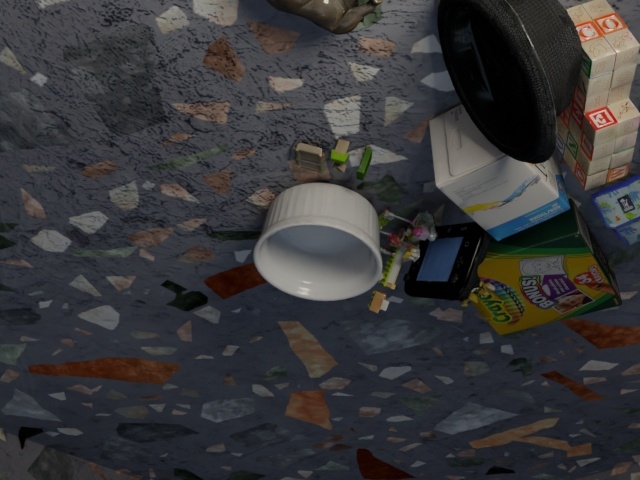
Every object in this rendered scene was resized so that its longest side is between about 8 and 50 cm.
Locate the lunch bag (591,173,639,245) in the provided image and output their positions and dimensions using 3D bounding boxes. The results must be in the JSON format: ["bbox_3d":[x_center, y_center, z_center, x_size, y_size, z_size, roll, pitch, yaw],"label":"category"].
[{"bbox_3d":[0.678,-0.075,1.958,0.129,0.096,0.151,-28,124,36],"label":"lunch bag"}]

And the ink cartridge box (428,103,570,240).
[{"bbox_3d":[0.344,-0.146,1.762,0.168,0.171,0.232,-25,139,30],"label":"ink cartridge box"}]

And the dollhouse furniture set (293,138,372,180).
[{"bbox_3d":[0.024,-0.173,1.841,0.151,0.059,0.076,15,154,10],"label":"dollhouse furniture set"}]

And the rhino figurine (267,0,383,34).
[{"bbox_3d":[-0.029,-0.404,1.460,0.243,0.073,0.106,17,138,-23],"label":"rhino figurine"}]

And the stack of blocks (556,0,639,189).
[{"bbox_3d":[0.481,-0.251,1.603,0.087,0.171,0.297,-19,145,-4],"label":"stack of blocks"}]

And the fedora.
[{"bbox_3d":[0.334,-0.299,1.504,0.152,0.334,0.334,-31,146,-11],"label":"fedora"}]

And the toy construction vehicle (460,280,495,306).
[{"bbox_3d":[0.346,0.122,2.094,0.098,0.035,0.086,-24,139,35],"label":"toy construction vehicle"}]

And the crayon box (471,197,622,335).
[{"bbox_3d":[0.502,0.076,2.147,0.313,0.106,0.363,-19,141,24],"label":"crayon box"}]

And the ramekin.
[{"bbox_3d":[0.000,0.000,1.966,0.277,0.135,0.277,5,142,4],"label":"ramekin"}]

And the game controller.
[{"bbox_3d":[0.265,0.045,1.945,0.067,0.166,0.319,14,174,-16],"label":"game controller"}]

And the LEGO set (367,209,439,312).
[{"bbox_3d":[0.151,0.028,2.044,0.107,0.132,0.287,19,128,-17],"label":"LEGO set"}]
